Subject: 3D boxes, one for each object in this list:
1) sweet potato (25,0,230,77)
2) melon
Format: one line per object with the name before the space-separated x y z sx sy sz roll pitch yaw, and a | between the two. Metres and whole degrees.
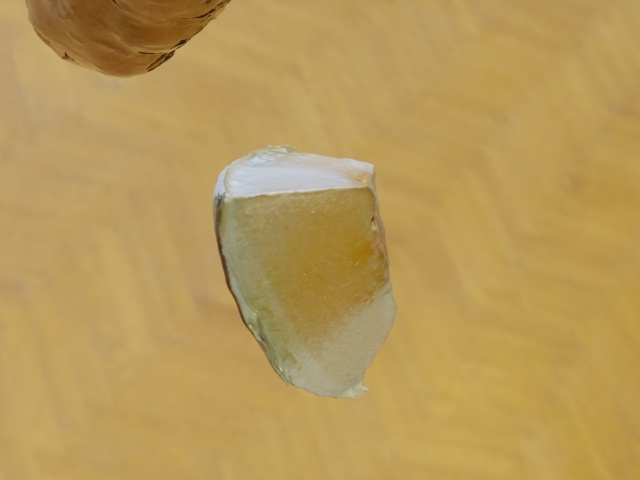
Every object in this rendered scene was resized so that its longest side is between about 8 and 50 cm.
sweet potato | -0.050 -0.109 0.567 0.097 0.251 0.097 6 68 -16
melon | -0.004 -0.002 1.102 0.202 0.093 0.139 66 9 -47
